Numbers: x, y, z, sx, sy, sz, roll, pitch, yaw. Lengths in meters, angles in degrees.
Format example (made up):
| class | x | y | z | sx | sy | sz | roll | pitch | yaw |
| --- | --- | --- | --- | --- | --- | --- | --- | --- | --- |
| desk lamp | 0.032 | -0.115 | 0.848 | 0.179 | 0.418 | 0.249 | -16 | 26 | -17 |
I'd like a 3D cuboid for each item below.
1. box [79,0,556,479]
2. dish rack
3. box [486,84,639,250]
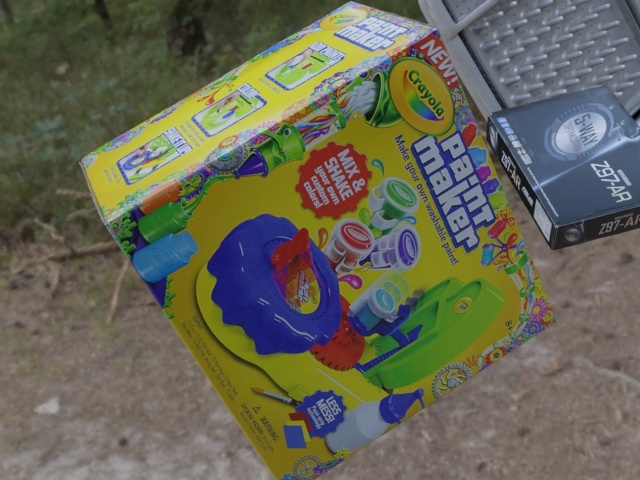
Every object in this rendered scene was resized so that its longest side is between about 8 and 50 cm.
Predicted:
| class | x | y | z | sx | sy | sz | roll | pitch | yaw |
| --- | --- | --- | --- | --- | --- | --- | --- | --- | --- |
| box | 0.000 | 0.000 | 0.779 | 0.279 | 0.290 | 0.177 | -32 | 28 | -7 |
| dish rack | 0.271 | -0.242 | 1.104 | 0.285 | 0.332 | 0.072 | -39 | 14 | -21 |
| box | 0.128 | -0.038 | 0.450 | 0.067 | 0.018 | 0.083 | -14 | 49 | -6 |
